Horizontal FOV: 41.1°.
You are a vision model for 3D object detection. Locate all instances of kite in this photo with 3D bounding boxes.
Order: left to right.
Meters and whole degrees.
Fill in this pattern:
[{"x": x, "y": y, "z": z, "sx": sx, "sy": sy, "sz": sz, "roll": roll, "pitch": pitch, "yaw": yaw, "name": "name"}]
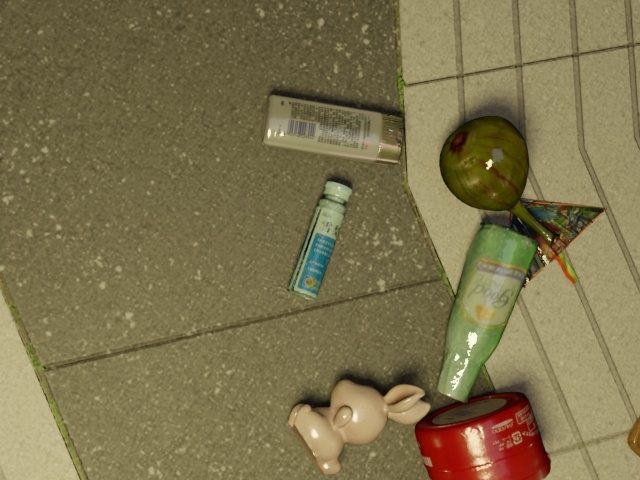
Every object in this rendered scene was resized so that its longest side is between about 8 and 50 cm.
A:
[{"x": 0.398, "y": -0.006, "z": 1.477, "sx": 0.241, "sy": 0.014, "sz": 0.183, "roll": -36, "pitch": 93, "yaw": -13, "name": "kite"}]

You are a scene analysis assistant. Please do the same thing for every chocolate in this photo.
[{"x": 0.262, "y": 0.119, "z": 1.399, "sx": 0.110, "sy": 0.110, "sz": 0.291, "roll": 22, "pitch": 84, "yaw": -8, "name": "chocolate"}]

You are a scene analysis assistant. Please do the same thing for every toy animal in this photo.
[{"x": 0.060, "y": 0.269, "z": 1.343, "sx": 0.212, "sy": 0.124, "sz": 0.124, "roll": -24, "pitch": 90, "yaw": -12, "name": "toy animal"}]

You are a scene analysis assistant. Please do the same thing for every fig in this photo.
[{"x": 0.312, "y": -0.097, "z": 1.423, "sx": 0.259, "sy": 0.151, "sz": 0.151, "roll": 37, "pitch": 79, "yaw": -29, "name": "fig"}]

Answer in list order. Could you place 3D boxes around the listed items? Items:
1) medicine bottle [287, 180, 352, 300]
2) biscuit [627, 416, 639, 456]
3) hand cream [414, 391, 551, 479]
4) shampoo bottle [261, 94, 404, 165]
[{"x": 0.000, "y": 0.000, "z": 1.381, "sx": 0.051, "sy": 0.051, "sz": 0.191, "roll": 21, "pitch": 82, "yaw": -8, "name": "medicine bottle"}, {"x": 0.635, "y": 0.332, "z": 1.483, "sx": 0.221, "sy": 0.029, "sz": 0.142, "roll": -18, "pitch": 88, "yaw": -13, "name": "biscuit"}, {"x": 0.250, "y": 0.321, "z": 1.331, "sx": 0.193, "sy": 0.193, "sz": 0.125, "roll": -16, "pitch": 86, "yaw": -12, "name": "hand cream"}, {"x": 0.021, "y": -0.180, "z": 1.398, "sx": 0.227, "sy": 0.056, "sz": 0.086, "roll": 7, "pitch": 82, "yaw": -10, "name": "shampoo bottle"}]
